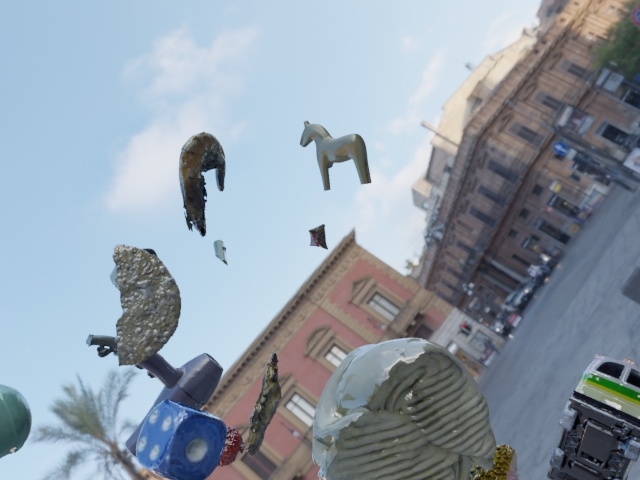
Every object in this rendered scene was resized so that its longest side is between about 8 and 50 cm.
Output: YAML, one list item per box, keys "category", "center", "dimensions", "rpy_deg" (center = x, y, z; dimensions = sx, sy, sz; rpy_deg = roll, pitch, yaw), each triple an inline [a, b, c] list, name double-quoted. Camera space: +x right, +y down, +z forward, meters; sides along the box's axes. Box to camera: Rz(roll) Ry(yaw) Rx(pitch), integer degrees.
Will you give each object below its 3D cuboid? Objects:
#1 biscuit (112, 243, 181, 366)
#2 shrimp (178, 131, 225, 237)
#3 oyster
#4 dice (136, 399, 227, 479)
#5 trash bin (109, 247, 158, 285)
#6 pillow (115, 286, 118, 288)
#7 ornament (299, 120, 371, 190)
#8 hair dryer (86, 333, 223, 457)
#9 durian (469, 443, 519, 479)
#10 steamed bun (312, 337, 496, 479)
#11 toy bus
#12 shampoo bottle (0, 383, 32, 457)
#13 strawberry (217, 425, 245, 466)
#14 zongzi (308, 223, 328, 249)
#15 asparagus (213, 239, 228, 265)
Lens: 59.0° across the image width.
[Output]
- category: "biscuit"
  center: [-0.356, 0.129, 1.166]
  dimensions: [0.032, 0.133, 0.250]
  rpy_deg: [158, 110, -82]
- category: "shrimp"
  center: [-0.395, -0.196, 1.965]
  dimensions: [0.233, 0.071, 0.365]
  rpy_deg: [-35, -51, -50]
- category: "oyster"
  center: [-0.185, 0.548, 1.899]
  dimensions: [0.129, 0.078, 0.345]
  rpy_deg: [48, -126, -66]
- category: "dice"
  center: [-0.301, 0.432, 1.225]
  dimensions: [0.143, 0.146, 0.146]
  rpy_deg: [33, -110, -34]
- category: "trash bin"
  center: [-0.601, 0.086, 1.818]
  dimensions: [0.116, 0.059, 0.130]
  rpy_deg: [-6, -31, -45]
- category: "pillow"
  center: [-0.716, 0.189, 2.271]
  dimensions: [0.134, 0.181, 0.078]
  rpy_deg: [-10, -74, -58]
- category: "ornament"
  center: [0.040, -0.286, 1.837]
  dimensions: [0.061, 0.230, 0.245]
  rpy_deg: [-16, -84, -60]
- category: "hair dryer"
  center: [-0.449, 0.348, 1.408]
  dimensions: [0.301, 0.121, 0.361]
  rpy_deg: [-47, -60, -10]
- category: "durian"
  center: [0.391, 0.543, 1.258]
  dimensions: [0.132, 0.165, 0.182]
  rpy_deg: [-31, -29, -12]
- category: "steamed bun"
  center: [0.136, 0.331, 1.023]
  dimensions: [0.310, 0.324, 0.219]
  rpy_deg: [-47, 22, -8]
- category: "toy bus"
  center: [0.573, 0.388, 1.150]
  dimensions: [0.179, 0.143, 0.305]
  rpy_deg: [-43, -40, -36]
- category: "shampoo bottle"
  center: [-0.707, 0.376, 1.021]
  dimensions: [0.349, 0.151, 0.222]
  rpy_deg: [-18, -19, -50]
- category: "strawberry"
  center: [-0.340, 0.712, 1.961]
  dimensions: [0.145, 0.145, 0.086]
  rpy_deg: [-50, -50, -17]
- category: "zongzi"
  center: [0.000, 0.000, 1.803]
  dimensions: [0.067, 0.073, 0.083]
  rpy_deg: [-27, -42, -42]
- category: "asparagus"
  center: [-0.361, 0.049, 2.044]
  dimensions: [0.178, 0.045, 0.041]
  rpy_deg: [-120, 33, -62]
